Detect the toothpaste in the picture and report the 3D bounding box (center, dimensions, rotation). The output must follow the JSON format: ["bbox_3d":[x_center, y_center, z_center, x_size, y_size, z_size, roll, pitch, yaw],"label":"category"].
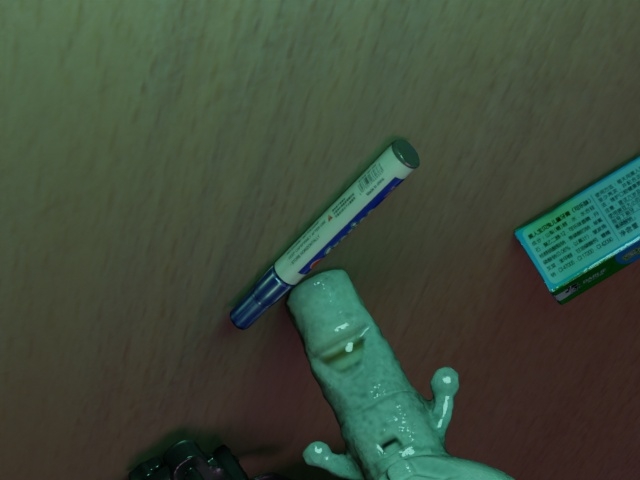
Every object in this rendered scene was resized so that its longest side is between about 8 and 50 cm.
[{"bbox_3d":[0.289,-0.046,1.418,0.267,0.065,0.050,-32,158,7],"label":"toothpaste"}]

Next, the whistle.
[{"bbox_3d":[0.069,0.178,1.281,0.142,0.346,0.134,-41,152,26],"label":"whistle"}]

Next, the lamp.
[{"bbox_3d":[-0.125,0.256,1.506,0.227,0.147,0.172,-35,132,-5],"label":"lamp"}]

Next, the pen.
[{"bbox_3d":[0.000,0.000,1.254,0.025,0.025,0.204,2,141,-47],"label":"pen"}]
